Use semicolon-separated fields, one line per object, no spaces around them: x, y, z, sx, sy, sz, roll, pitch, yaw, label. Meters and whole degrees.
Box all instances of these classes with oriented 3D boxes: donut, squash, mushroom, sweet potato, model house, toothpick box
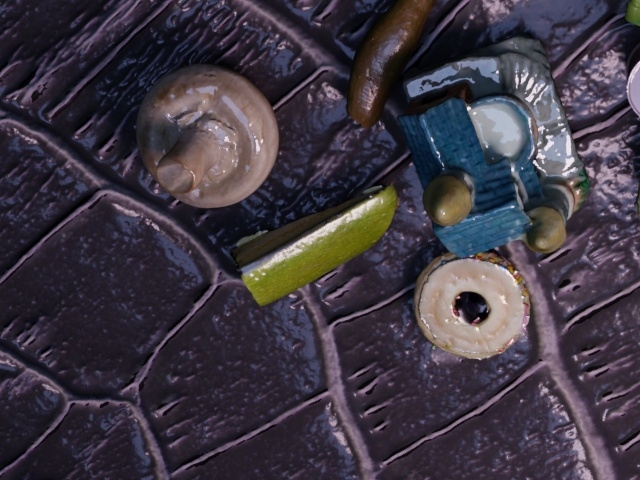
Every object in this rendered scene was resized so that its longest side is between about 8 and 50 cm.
0.217;0.086;1.946;0.174;0.068;0.174;4;111;10;donut
0.000;0.000;1.967;0.252;0.169;0.093;-30;103;-3;squash
-0.167;-0.133;1.881;0.207;0.215;0.207;7;118;13;mushroom
0.094;-0.273;1.851;0.077;0.077;0.244;26;108;4;sweet potato
0.217;-0.093;1.746;0.194;0.325;0.267;-17;104;20;model house
0.443;-0.211;1.748;0.098;0.149;0.098;4;109;12;toothpick box

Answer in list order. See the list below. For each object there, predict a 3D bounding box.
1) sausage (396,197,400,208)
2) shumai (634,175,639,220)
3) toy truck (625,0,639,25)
0.065;-0.032;1.959;0.107;0.031;0.031;-34;98;20;sausage
0.527;-0.020;1.721;0.225;0.222;0.261;-10;129;4;shumai
0.480;-0.360;1.703;0.210;0.148;0.187;7;114;37;toy truck
